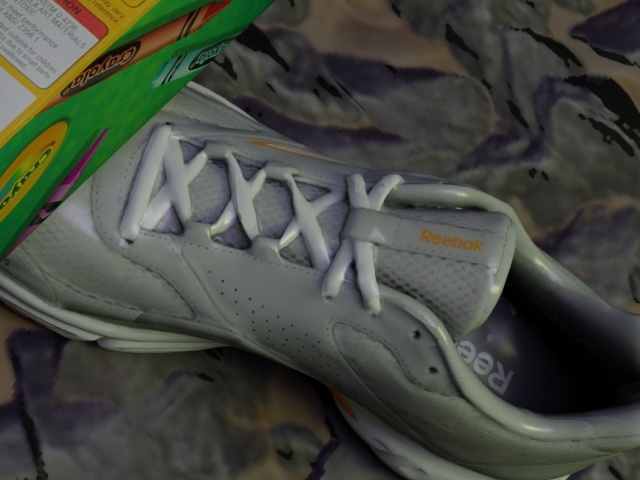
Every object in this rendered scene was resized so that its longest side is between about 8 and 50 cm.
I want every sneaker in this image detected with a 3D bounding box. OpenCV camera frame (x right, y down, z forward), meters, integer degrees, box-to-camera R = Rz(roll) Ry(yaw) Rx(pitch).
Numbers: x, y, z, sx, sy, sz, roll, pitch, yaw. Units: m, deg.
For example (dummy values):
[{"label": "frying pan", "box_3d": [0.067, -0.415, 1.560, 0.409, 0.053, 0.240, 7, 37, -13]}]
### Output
[{"label": "sneaker", "box_3d": [0.000, 0.000, 0.614, 0.262, 0.121, 0.099, 25, 68, -17]}]

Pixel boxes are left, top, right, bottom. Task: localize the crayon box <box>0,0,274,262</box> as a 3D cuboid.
[{"label": "crayon box", "box_3d": [-0.158, -0.128, 0.555, 0.278, 0.081, 0.165, 40, 63, 7]}]
